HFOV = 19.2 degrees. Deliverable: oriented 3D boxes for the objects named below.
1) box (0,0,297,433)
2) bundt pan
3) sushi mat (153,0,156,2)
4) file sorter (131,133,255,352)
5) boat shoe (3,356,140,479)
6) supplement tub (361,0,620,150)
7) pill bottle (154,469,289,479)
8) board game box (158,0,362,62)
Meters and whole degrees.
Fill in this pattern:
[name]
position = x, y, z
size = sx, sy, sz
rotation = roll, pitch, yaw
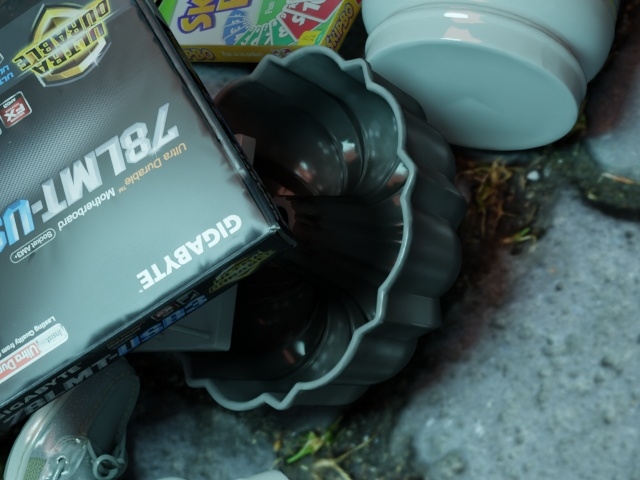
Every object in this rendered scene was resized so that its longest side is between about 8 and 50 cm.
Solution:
[box]
position = -0.216, -0.044, 1.524
size = 0.295, 0.073, 0.293
rotation = -32, 71, 6
[bundt pan]
position = 0.000, 0.000, 1.686
size = 0.331, 0.124, 0.330
rotation = -16, 66, 41
[sushi mat]
position = -0.261, -0.207, 1.979
size = 0.151, 0.019, 0.316
rotation = 8, 62, 23
[file sorter]
position = -0.223, -0.009, 1.705
size = 0.278, 0.173, 0.193
rotation = -5, 74, 46
[boat shoe]
position = -0.234, 0.252, 1.693
size = 0.103, 0.118, 0.320
rotation = 22, 77, 18
[supplement tub]
position = 0.169, -0.271, 1.755
size = 0.235, 0.235, 0.325
rotation = 5, 66, 21
[pill bottle]
position = -0.164, 0.299, 1.567
size = 0.318, 0.176, 0.176
rotation = -17, 57, -17
[board game box]
position = -0.072, -0.232, 1.892
size = 0.259, 0.039, 0.124
rotation = 3, 55, 40
